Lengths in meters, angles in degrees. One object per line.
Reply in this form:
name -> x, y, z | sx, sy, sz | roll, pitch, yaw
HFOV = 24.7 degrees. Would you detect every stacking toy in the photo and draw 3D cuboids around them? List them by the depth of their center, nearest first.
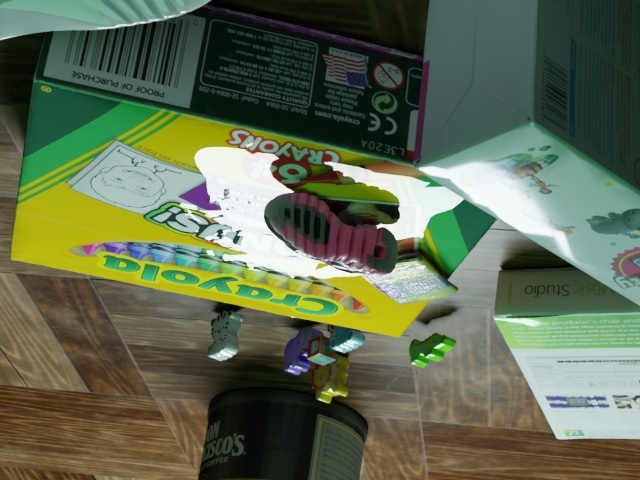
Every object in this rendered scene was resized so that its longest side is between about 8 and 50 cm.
stacking toy -> 0.008, 0.101, 1.534 | 0.167, 0.052, 0.221 | 25, 147, -32

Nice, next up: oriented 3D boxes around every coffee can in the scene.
coffee can -> -0.057, 0.343, 1.765 | 0.202, 0.275, 0.201 | 6, 152, 3

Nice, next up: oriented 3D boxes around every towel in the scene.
towel -> 0.072, 0.031, 1.199 | 0.060, 0.009, 0.083 | -12, 152, 26

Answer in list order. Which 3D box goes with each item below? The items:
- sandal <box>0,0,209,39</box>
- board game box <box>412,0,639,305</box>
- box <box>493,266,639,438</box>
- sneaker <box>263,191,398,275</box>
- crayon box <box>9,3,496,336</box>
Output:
sandal -> -0.192, -0.194, 0.988 | 0.265, 0.076, 0.102 | -9, 127, 9
board game box -> 0.204, -0.086, 0.925 | 0.303, 0.224, 0.097 | 28, 146, -32
box -> 0.322, 0.119, 1.469 | 0.232, 0.058, 0.322 | -2, 152, 20
sneaker -> 0.000, 0.000, 1.118 | 0.119, 0.047, 0.057 | 25, 160, -31
crayon box -> -0.057, -0.050, 1.191 | 0.363, 0.106, 0.313 | 12, 152, -9
